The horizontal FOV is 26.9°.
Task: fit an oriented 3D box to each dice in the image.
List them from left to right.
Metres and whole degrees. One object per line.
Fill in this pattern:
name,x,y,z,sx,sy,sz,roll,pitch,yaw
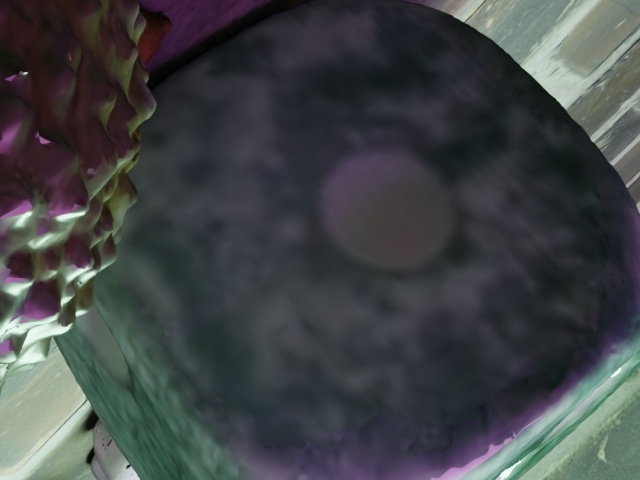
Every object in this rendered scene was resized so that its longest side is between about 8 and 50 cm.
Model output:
dice,0.013,0.057,0.969,0.328,0.330,0.348,-34,164,-21

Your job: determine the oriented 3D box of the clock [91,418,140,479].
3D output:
clock,-0.096,0.156,1.373,0.296,0.113,0.322,-34,161,-21

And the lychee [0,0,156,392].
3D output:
lychee,-0.170,-0.043,0.453,0.255,0.274,0.255,-21,124,-35

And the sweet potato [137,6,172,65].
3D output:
sweet potato,-0.165,-0.079,0.692,0.281,0.059,0.067,-26,167,-39
